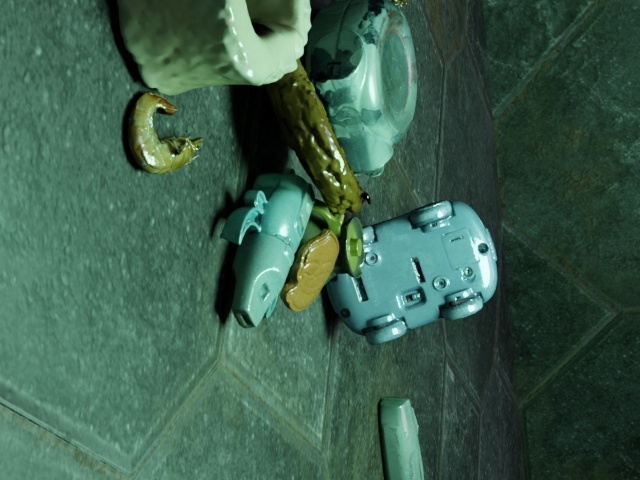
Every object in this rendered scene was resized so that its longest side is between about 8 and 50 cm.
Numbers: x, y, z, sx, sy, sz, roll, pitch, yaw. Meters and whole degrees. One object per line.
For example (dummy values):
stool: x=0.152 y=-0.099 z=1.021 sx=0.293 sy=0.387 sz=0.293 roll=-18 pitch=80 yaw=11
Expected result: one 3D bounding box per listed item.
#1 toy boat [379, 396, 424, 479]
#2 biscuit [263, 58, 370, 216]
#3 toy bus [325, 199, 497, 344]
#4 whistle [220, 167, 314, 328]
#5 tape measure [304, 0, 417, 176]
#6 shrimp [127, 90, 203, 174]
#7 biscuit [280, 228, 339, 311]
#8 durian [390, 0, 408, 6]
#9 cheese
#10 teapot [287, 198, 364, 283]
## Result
toy boat: x=0.167 y=0.432 z=2.497 sx=0.085 sy=0.078 sz=0.261 roll=-29 pitch=115 yaw=-54
biscuit: x=-0.020 y=-0.167 z=1.838 sx=0.296 sy=0.075 sz=0.296 roll=64 pitch=2 yaw=-4
toy bus: x=0.156 y=0.047 z=2.171 sx=0.232 sy=0.294 sz=0.197 roll=-33 pitch=103 yaw=-83
whistle: x=-0.073 y=0.002 z=1.757 sx=0.186 sy=0.093 sz=0.274 roll=73 pitch=26 yaw=-47
tape measure: x=0.065 y=-0.277 z=2.132 sx=0.275 sy=0.147 sz=0.256 roll=-67 pitch=149 yaw=-45
shrimp: x=-0.188 y=-0.129 z=1.496 sx=0.095 sy=0.045 sz=0.162 roll=66 pitch=24 yaw=0
biscuit: x=-0.012 y=0.045 z=1.841 sx=0.130 sy=0.019 sz=0.102 roll=-63 pitch=153 yaw=1
durian: x=0.124 y=-0.506 z=2.247 sx=0.167 sy=0.196 sz=0.196 roll=-51 pitch=137 yaw=-55
cheese: x=-0.123 y=-0.330 z=1.520 sx=0.332 sy=0.153 sz=0.292 roll=-33 pitch=120 yaw=-68
teapot: x=0.000 y=0.000 z=1.932 sx=0.130 sy=0.119 sz=0.166 roll=-75 pitch=155 yaw=-45
